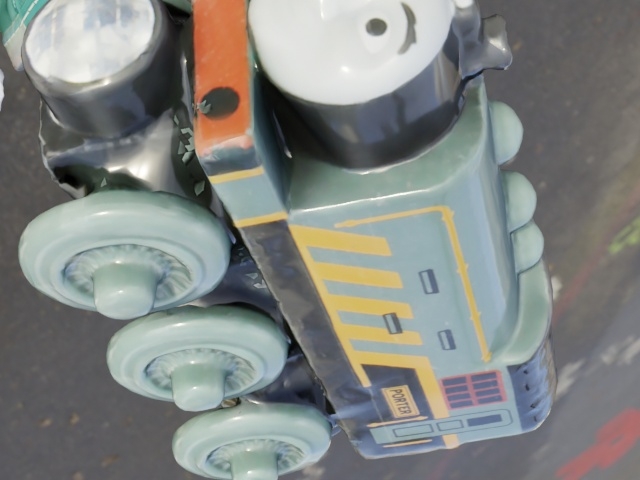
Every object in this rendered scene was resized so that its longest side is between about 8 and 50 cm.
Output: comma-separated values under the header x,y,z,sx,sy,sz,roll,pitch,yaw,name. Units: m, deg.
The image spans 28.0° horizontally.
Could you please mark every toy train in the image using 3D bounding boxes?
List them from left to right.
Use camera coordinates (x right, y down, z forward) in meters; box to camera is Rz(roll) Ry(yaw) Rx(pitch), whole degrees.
x,y,z,sx,sy,sz,roll,pitch,yaw,name
0.000,0.000,0.556,0.190,0.142,0.334,-11,147,8,toy train

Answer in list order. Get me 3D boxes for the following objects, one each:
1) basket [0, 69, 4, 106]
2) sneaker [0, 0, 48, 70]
x,y,z,sx,sy,sz,roll,pitch,yaw,name
-0.534,-0.113,1.274,0.266,0.328,0.331,21,101,-40,basket
-0.182,-0.185,0.840,0.108,0.121,0.302,-30,-168,-13,sneaker
